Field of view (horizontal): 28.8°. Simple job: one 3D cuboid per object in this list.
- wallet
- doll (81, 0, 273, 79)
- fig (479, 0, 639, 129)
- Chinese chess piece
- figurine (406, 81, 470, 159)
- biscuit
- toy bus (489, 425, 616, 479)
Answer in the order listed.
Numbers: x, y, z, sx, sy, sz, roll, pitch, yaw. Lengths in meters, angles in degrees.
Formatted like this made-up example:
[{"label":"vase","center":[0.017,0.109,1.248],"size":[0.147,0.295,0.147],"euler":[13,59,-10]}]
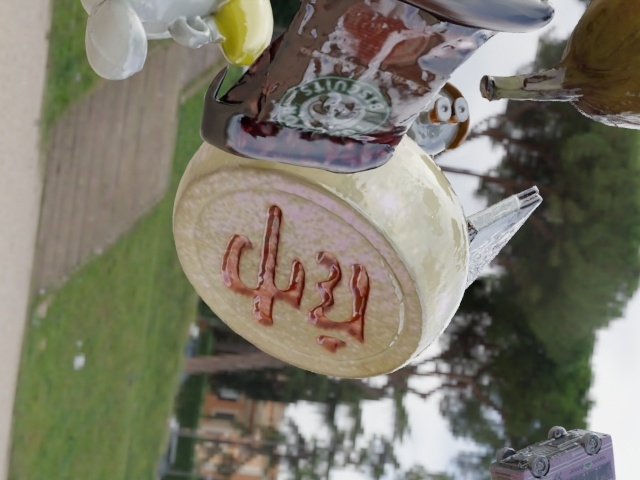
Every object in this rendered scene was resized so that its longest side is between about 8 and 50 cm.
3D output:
[{"label":"wallet","center":[0.160,0.038,1.660],"size":[0.071,0.221,0.262],"euler":[56,-40,16]},{"label":"doll","center":[-0.136,-0.230,1.038],"size":[0.111,0.252,0.237],"euler":[-43,-109,32]},{"label":"fig","center":[0.312,-0.204,1.397],"size":[0.190,0.290,0.191],"euler":[-12,90,-87]},{"label":"Chinese chess piece","center":[0.000,0.000,1.107],"size":[0.112,0.270,0.270],"euler":[-56,170,-38]},{"label":"figurine","center":[0.143,-0.184,1.991],"size":[0.271,0.143,0.143],"euler":[144,-46,-59]},{"label":"biscuit","center":[0.026,-0.116,0.817],"size":[0.235,0.151,0.063],"euler":[-46,-146,51]},{"label":"toy bus","center":[0.333,0.331,1.777],"size":[0.087,0.178,0.098],"euler":[1,-76,59]}]
